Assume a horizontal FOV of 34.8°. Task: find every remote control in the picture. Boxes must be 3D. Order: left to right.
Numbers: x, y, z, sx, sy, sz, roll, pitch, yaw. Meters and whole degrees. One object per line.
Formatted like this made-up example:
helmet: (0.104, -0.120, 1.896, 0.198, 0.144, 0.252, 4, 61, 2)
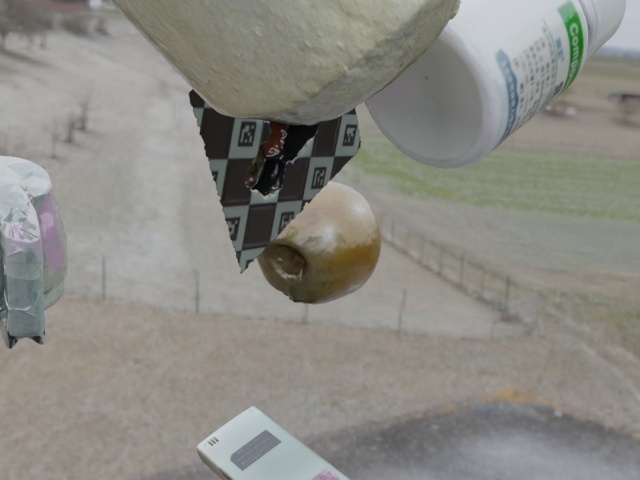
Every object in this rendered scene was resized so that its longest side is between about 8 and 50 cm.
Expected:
remote control: (-0.074, 0.410, 1.791, 0.145, 0.050, 0.344, -33, 36, -23)

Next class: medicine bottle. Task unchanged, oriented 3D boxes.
medicine bottle: (0.152, -0.168, 0.860, 0.139, 0.139, 0.237, 12, 38, 39)

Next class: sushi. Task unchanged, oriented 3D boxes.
sushi: (-0.052, -0.122, 1.032, 0.047, 0.219, 0.231, 19, 49, 31)

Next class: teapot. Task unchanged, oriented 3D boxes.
teapot: (-0.380, 0.003, 1.177, 0.163, 0.178, 0.221, 6, 30, -6)

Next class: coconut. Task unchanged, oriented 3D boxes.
coconut: (-0.038, -0.218, 0.657, 0.266, 0.237, 0.237, 45, -10, -28)

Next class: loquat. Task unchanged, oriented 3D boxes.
loquat: (0.000, 0.000, 1.478, 0.179, 0.179, 0.227, 7, 19, 22)
